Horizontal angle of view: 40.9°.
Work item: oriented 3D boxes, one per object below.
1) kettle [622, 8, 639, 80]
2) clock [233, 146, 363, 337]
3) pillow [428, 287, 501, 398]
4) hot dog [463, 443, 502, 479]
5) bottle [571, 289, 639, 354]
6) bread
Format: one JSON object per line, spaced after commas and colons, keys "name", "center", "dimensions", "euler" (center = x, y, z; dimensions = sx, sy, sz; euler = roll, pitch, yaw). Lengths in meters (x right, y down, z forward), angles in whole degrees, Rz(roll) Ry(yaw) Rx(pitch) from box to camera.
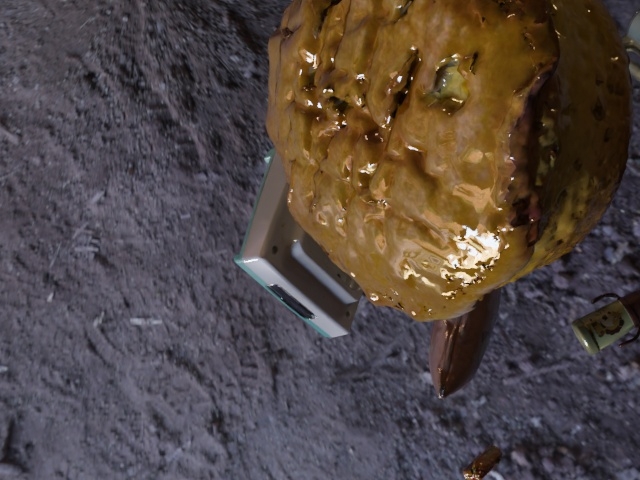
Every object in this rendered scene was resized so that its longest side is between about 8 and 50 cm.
{"name": "kettle", "center": [0.542, -0.293, 1.322], "dimensions": [0.098, 0.148, 0.127], "euler": [17, 117, -36]}
{"name": "clock", "center": [0.000, 0.000, 1.414], "dimensions": [0.116, 0.231, 0.262], "euler": [-9, 142, 36]}
{"name": "pillow", "center": [0.207, 0.120, 1.236], "dimensions": [0.084, 0.236, 0.223], "euler": [15, 82, 17]}
{"name": "hot dog", "center": [0.317, 0.435, 1.666], "dimensions": [0.062, 0.144, 0.038], "euler": [-46, 74, 21]}
{"name": "bottle", "center": [0.352, 0.092, 1.023], "dimensions": [0.101, 0.047, 0.063], "euler": [-31, 94, 7]}
{"name": "bread", "center": [0.111, -0.119, 0.824], "dimensions": [0.215, 0.398, 0.399], "euler": [-14, 113, -36]}
